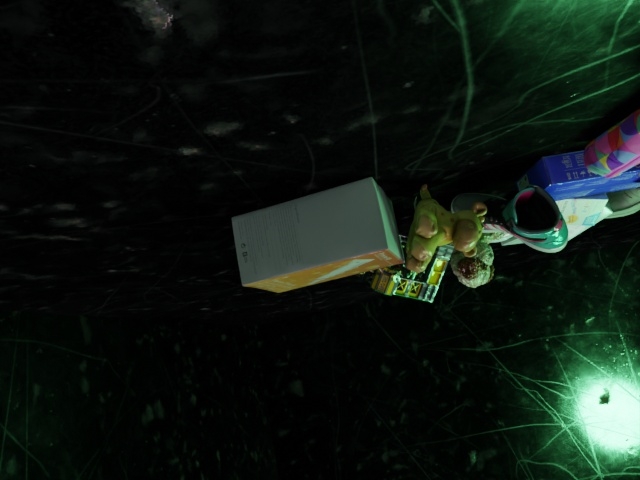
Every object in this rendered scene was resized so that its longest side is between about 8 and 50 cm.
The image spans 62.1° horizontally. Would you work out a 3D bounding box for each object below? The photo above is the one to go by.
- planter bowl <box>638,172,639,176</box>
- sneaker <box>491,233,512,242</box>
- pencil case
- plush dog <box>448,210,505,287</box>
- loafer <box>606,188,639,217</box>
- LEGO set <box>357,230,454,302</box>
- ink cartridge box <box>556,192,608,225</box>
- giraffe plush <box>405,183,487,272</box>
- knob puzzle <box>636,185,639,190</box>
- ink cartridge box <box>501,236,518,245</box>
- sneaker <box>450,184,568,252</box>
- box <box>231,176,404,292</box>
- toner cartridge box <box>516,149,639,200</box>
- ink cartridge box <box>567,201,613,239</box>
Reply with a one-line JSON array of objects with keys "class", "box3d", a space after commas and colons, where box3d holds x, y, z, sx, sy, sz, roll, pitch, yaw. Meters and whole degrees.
[{"class": "planter bowl", "box3d": [0.777, -0.219, 1.126, 0.217, 0.091, 0.217, -14, 167, -3]}, {"class": "sneaker", "box3d": [0.598, -0.070, 1.651, 0.258, 0.094, 0.091, -20, 143, 25]}, {"class": "pencil case", "box3d": [0.639, -0.205, 1.068, 0.104, 0.105, 0.236, -8, 167, -10]}, {"class": "plush dog", "box3d": [0.428, 0.026, 1.552, 0.210, 0.226, 0.262, -19, 162, 31]}, {"class": "loafer", "box3d": [0.886, -0.154, 1.467, 0.111, 0.112, 0.319, 3, 154, -30]}, {"class": "LEGO set", "box3d": [0.199, 0.022, 1.461, 0.254, 0.192, 0.331, 16, -171, -22]}, {"class": "ink cartridge box", "box3d": [0.654, -0.096, 1.427, 0.181, 0.062, 0.104, 1, 139, 3]}, {"class": "giraffe plush", "box3d": [0.304, -0.022, 1.267, 0.170, 0.210, 0.182, 11, 140, 3]}, {"class": "knob puzzle", "box3d": [0.865, -0.149, 1.272, 0.213, 0.030, 0.213, -18, 171, -3]}, {"class": "ink cartridge box", "box3d": [0.733, -0.040, 1.864, 0.174, 0.073, 0.127, -5, 166, -24]}, {"class": "sneaker", "box3d": [0.451, -0.070, 1.285, 0.295, 0.124, 0.178, 21, 167, 25]}, {"class": "box", "box3d": [0.000, 0.000, 1.254, 0.344, 0.169, 0.215, -15, 166, 16]}, {"class": "toner cartridge box", "box3d": [0.681, -0.168, 1.301, 0.347, 0.075, 0.165, -9, 168, -5]}, {"class": "ink cartridge box", "box3d": [0.671, -0.081, 1.524, 0.223, 0.045, 0.223, 27, 133, -24]}]
